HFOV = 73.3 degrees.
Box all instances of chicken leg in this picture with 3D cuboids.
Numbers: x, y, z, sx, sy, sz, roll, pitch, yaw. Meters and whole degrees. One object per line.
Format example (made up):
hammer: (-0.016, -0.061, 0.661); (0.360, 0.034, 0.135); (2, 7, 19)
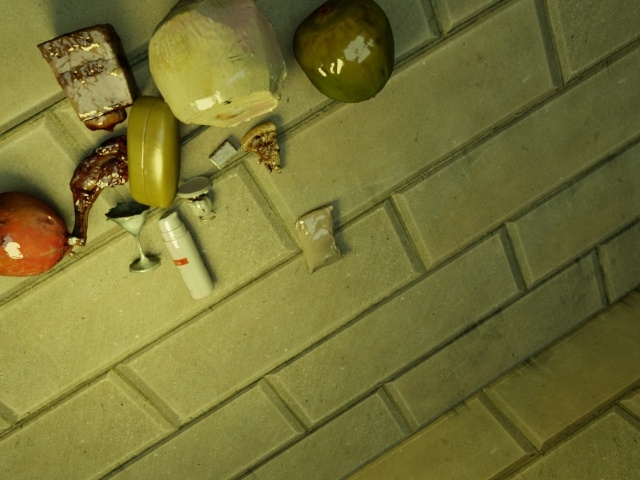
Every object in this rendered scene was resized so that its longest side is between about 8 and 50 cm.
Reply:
chicken leg: (-0.740, -0.176, 1.424); (0.158, 0.096, 0.407); (28, 84, 0)

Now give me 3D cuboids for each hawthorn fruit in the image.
hawthorn fruit: (-0.927, 0.001, 1.378); (0.307, 0.276, 0.276); (26, 103, -47)

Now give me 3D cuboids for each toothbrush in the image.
toothbrush: (-0.411, -0.389, 1.497); (0.297, 0.030, 0.030); (-34, 108, -2)

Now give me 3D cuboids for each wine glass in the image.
wine glass: (-0.647, -0.009, 1.520); (0.156, 0.156, 0.232); (-11, 118, -13)

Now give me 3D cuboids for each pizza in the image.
pizza: (-0.192, -0.323, 1.569); (0.154, 0.069, 0.194); (-34, 115, -3)

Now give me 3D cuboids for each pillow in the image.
pillow: (0.000, 0.000, 1.760); (0.173, 0.067, 0.270); (-19, 115, -3)

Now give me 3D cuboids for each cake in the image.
cake: (-0.659, -0.473, 1.294); (0.199, 0.196, 0.293); (-22, 114, -10)

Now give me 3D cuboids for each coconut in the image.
coconut: (-0.312, -0.544, 1.278); (0.405, 0.404, 0.404); (-6, 113, -15)

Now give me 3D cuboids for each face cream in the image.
face cream: (-0.504, 0.054, 1.606); (0.102, 0.102, 0.345); (-23, 115, -8)

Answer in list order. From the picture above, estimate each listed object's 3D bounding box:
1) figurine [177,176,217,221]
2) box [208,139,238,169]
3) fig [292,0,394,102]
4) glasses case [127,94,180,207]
figurine: (-0.428, -0.137, 1.554); (0.132, 0.132, 0.153); (-20, 128, -9)
box: (-0.348, -0.307, 1.541); (0.098, 0.045, 0.062); (-43, 116, 1)
fig: (0.089, -0.612, 1.417); (0.343, 0.343, 0.343); (-6, 113, -15)
glasses case: (-0.522, -0.264, 1.379); (0.141, 0.173, 0.371); (13, 126, -3)
